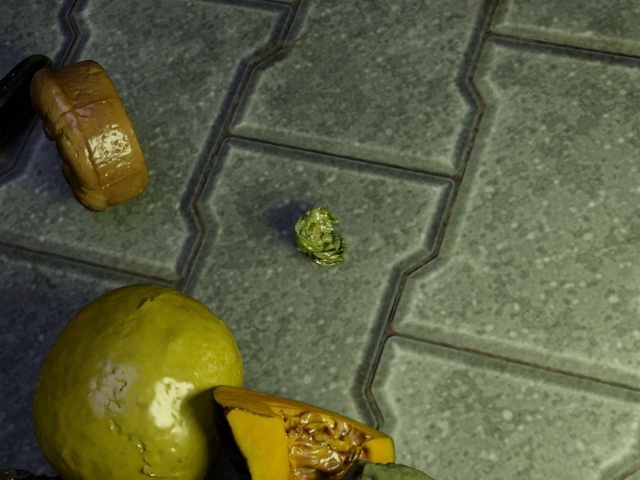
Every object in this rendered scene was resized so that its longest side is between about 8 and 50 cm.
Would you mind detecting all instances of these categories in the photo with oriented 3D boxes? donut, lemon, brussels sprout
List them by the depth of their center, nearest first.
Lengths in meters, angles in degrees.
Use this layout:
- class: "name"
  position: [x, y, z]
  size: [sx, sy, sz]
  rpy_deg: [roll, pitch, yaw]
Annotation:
- class: "lemon"
  position: [-0.223, 0.188, 1.660]
  size: [0.284, 0.260, 0.260]
  rpy_deg: [-38, 60, -26]
- class: "brussels sprout"
  position: [0.000, 0.000, 1.833]
  size: [0.085, 0.058, 0.085]
  rpy_deg: [14, 42, -13]
- class: "donut"
  position: [-0.326, -0.147, 1.888]
  size: [0.113, 0.227, 0.227]
  rpy_deg: [-23, 59, -11]

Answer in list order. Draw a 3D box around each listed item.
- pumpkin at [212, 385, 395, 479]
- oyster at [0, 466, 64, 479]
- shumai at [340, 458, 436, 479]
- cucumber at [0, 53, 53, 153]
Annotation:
- class: "pumpkin"
  position: [-0.054, 0.274, 1.614]
  size: [0.111, 0.278, 0.163]
  rpy_deg: [27, 98, 53]
- class: "oyster"
  position: [-0.393, 0.388, 1.687]
  size: [0.223, 0.083, 0.214]
  rpy_deg: [-41, 59, -4]
- class: "shumai"
  position: [0.088, 0.396, 1.547]
  size: [0.256, 0.189, 0.218]
  rpy_deg: [43, 98, 21]
- class: "cucumber"
  position: [-0.488, -0.190, 2.031]
  size: [0.074, 0.074, 0.241]
  rpy_deg: [23, 67, 23]
